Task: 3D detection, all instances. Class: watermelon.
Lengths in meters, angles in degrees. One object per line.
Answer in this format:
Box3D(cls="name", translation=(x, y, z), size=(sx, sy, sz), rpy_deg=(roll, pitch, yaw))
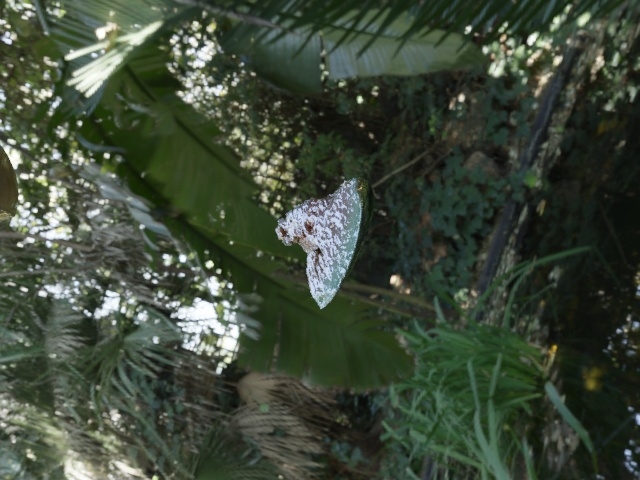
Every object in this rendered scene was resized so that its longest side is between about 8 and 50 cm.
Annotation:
Box3D(cls="watermelon", translation=(0.011, 0.001, 0.555), size=(0.155, 0.080, 0.101), rpy_deg=(-39, 33, 45))

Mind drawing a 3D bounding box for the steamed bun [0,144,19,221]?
Box3D(cls="steamed bun", translation=(-0.509, -0.074, 0.768), size=(0.212, 0.110, 0.231), rpy_deg=(-43, -39, -29))
